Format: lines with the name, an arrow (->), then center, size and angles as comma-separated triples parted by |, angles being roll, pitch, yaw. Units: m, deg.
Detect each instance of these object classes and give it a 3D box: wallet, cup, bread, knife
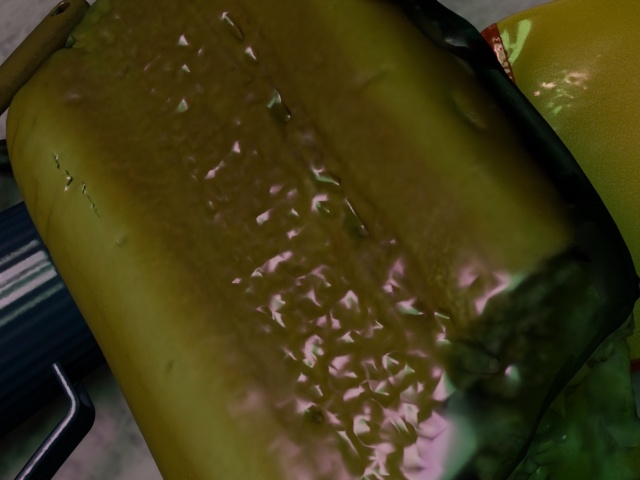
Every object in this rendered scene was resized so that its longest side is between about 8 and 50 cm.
wallet -> 0.184, -0.042, 0.665 | 0.141, 0.067, 0.241 | -18, 62, 12
cup -> -0.201, 0.076, 0.683 | 0.155, 0.131, 0.176 | -33, 69, -5
bread -> 0.000, 0.000, 0.605 | 0.251, 0.208, 0.377 | -37, 59, 4
knife -> -0.244, -0.050, 0.728 | 0.061, 0.027, 0.343 | -1, 43, 29

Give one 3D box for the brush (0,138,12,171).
brush -> -0.150, -0.060, 0.778 | 0.193, 0.016, 0.063 | -3, 68, 13
